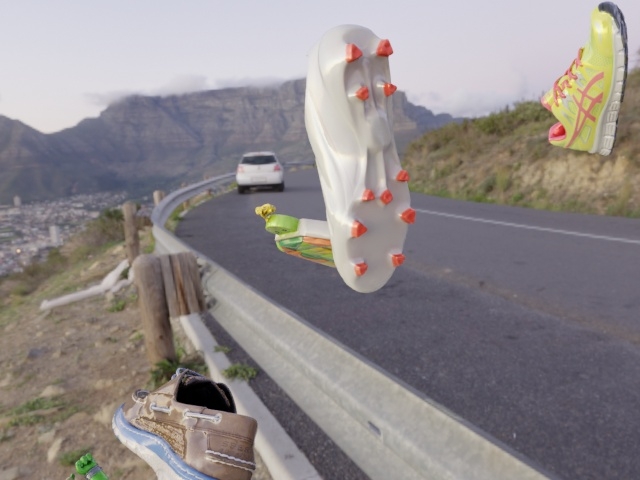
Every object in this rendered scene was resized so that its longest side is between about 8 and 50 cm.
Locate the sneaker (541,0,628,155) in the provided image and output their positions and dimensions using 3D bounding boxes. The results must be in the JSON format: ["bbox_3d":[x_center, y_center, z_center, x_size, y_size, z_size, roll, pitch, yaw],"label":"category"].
[{"bbox_3d":[0.330,-0.192,0.637,0.094,0.209,0.082,7,49,26],"label":"sneaker"}]

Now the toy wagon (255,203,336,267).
[{"bbox_3d":[0.000,0.000,1.175,0.344,0.068,0.267,18,-16,-33],"label":"toy wagon"}]

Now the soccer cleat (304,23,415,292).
[{"bbox_3d":[0.026,-0.059,0.386,0.068,0.196,0.076,-13,15,-29],"label":"soccer cleat"}]

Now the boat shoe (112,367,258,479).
[{"bbox_3d":[-0.093,0.132,0.366,0.066,0.066,0.183,34,-19,-34],"label":"boat shoe"}]

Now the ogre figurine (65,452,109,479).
[{"bbox_3d":[-0.441,0.504,0.903,0.118,0.097,0.197,28,33,3],"label":"ogre figurine"}]
